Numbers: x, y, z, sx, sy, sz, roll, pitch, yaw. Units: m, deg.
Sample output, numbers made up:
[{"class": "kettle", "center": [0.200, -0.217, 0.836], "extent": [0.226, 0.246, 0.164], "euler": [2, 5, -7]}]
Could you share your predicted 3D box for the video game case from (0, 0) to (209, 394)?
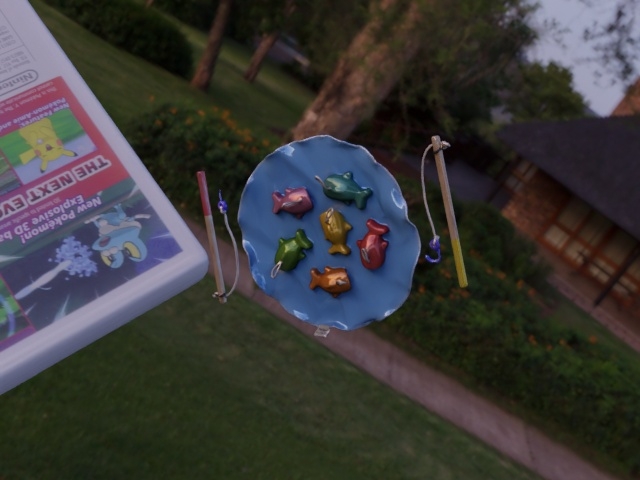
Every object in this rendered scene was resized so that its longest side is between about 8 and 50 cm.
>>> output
[{"class": "video game case", "center": [-0.176, -0.011, 0.346], "extent": [0.183, 0.201, 0.023], "euler": [53, -23, 17]}]

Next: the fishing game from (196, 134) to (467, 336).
[{"class": "fishing game", "center": [0.000, 0.000, 0.829], "extent": [0.264, 0.189, 0.041], "euler": [-1, 15, 26]}]
